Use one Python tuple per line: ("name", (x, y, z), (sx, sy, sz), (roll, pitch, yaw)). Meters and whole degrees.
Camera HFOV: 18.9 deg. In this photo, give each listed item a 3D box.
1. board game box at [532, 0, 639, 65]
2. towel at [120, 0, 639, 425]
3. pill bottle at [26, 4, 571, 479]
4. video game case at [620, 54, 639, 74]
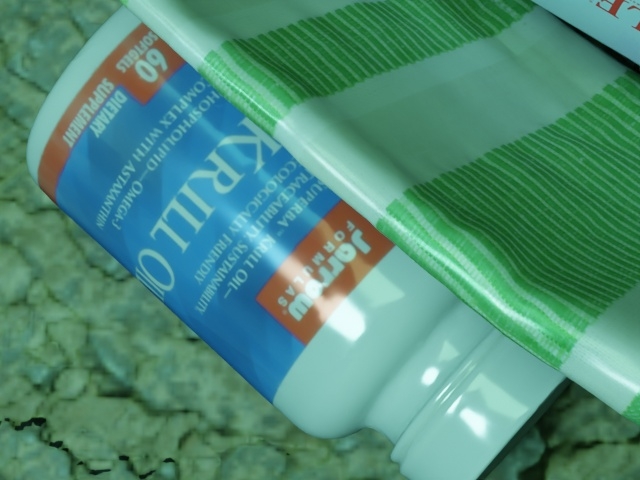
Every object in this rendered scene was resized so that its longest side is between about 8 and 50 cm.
("board game box", (0.252, -0.179, 0.825), (0.318, 0.066, 0.319), (32, 66, 5))
("towel", (0.048, -0.067, 0.754), (0.325, 0.248, 0.038), (42, 118, 10))
("pill bottle", (0.000, 0.000, 0.768), (0.221, 0.124, 0.124), (41, 76, 11))
("video game case", (0.245, -0.117, 0.864), (0.212, 0.023, 0.193), (-41, 78, -12))
